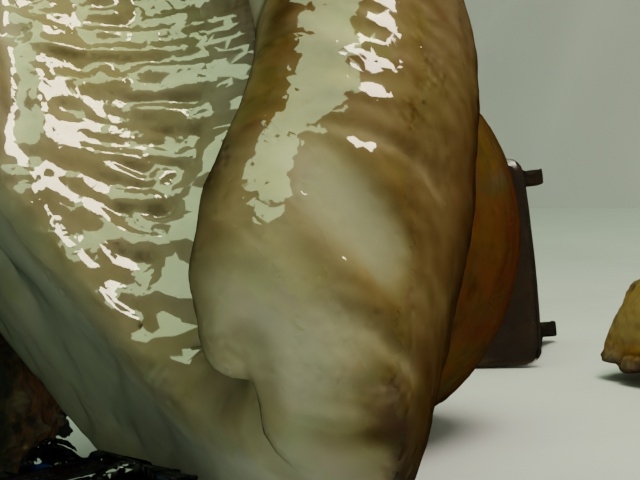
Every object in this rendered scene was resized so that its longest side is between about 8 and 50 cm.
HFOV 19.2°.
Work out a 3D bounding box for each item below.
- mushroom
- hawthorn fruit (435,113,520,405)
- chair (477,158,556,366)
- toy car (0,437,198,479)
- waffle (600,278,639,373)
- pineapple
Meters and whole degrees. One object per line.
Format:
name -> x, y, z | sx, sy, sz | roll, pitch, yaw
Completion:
mushroom -> -0.023, -0.037, 0.913 | 0.313, 0.224, 0.397 | -31, 54, -20
hawthorn fruit -> 0.000, 0.000, 1.182 | 0.268, 0.268, 0.301 | 0, -8, 40
chair -> 0.070, 0.023, 1.437 | 0.186, 0.160, 0.319 | -4, 2, 16
toy car -> -0.153, 0.130, 0.769 | 0.216, 0.063, 0.103 | -12, 7, -28
waffle -> 0.401, 0.051, 1.283 | 0.348, 0.077, 0.304 | -2, -1, -17
pineapple -> -0.185, 0.095, 1.071 | 0.108, 0.108, 0.197 | -3, -4, 6
